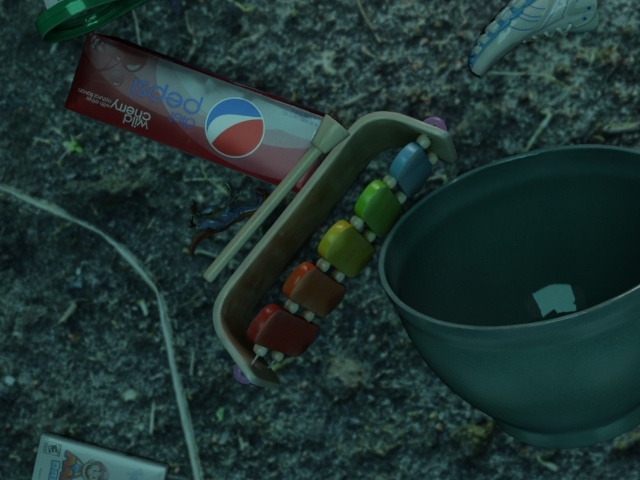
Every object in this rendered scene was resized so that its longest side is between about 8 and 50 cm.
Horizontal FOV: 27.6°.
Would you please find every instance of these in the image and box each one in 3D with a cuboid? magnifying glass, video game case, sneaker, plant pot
[{"bbox_3d":[-0.181,-0.257,1.328,0.231,0.092,0.026,-26,89,-2],"label":"magnifying glass"},{"bbox_3d":[-0.249,0.300,1.413,0.143,0.019,0.157,14,96,6],"label":"video game case"},{"bbox_3d":[0.227,-0.223,1.282,0.083,0.071,0.190,44,99,-4],"label":"sneaker"},{"bbox_3d":[0.221,0.069,1.221,0.293,0.293,0.196,-15,119,8],"label":"plant pot"}]

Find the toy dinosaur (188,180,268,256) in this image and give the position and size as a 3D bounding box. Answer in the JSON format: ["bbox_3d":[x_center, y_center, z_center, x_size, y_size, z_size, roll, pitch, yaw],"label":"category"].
[{"bbox_3d":[-0.096,-0.029,1.364,0.082,0.047,0.090,3,129,-2],"label":"toy dinosaur"}]

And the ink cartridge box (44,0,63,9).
[{"bbox_3d":[-0.257,-0.256,1.348,0.083,0.048,0.028,-18,91,9],"label":"ink cartridge box"}]

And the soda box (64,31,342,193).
[{"bbox_3d":[-0.116,-0.128,1.320,0.263,0.092,0.083,20,98,5],"label":"soda box"}]

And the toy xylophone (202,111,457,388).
[{"bbox_3d":[0.000,0.000,1.253,0.081,0.236,0.322,38,97,15],"label":"toy xylophone"}]
